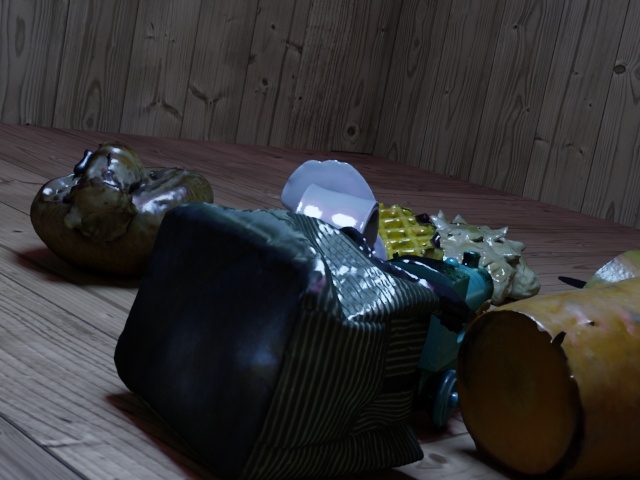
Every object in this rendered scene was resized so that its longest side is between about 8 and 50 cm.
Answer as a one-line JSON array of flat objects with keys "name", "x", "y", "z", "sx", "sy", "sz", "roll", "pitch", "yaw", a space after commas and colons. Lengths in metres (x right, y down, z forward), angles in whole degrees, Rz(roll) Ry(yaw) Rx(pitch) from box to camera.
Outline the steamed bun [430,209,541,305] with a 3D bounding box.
[{"name": "steamed bun", "x": 0.285, "y": 0.024, "z": 2.036, "sx": 0.292, "sy": 0.137, "sz": 0.295, "roll": 8, "pitch": 9, "yaw": -18}]

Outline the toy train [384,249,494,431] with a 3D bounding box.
[{"name": "toy train", "x": 0.143, "y": 0.105, "z": 1.283, "sx": 0.120, "sy": 0.194, "sz": 0.298, "roll": 13, "pitch": 10, "yaw": 22}]

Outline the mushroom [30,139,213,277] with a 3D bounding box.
[{"name": "mushroom", "x": -0.306, "y": -0.043, "z": 1.617, "sx": 0.263, "sy": 0.195, "sz": 0.283, "roll": 5, "pitch": -8, "yaw": 15}]

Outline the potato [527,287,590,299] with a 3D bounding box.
[{"name": "potato", "x": 0.384, "y": 0.130, "z": 1.581, "sx": 0.234, "sy": 0.128, "sz": 0.161, "roll": 7, "pitch": 5, "yaw": 10}]

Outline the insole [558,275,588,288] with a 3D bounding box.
[{"name": "insole", "x": 0.594, "y": 0.110, "z": 2.244, "sx": 0.080, "sy": 0.003, "sz": 0.232, "roll": 4, "pitch": 13, "yaw": -31}]

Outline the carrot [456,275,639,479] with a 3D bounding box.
[{"name": "carrot", "x": 0.336, "y": 0.154, "z": 1.164, "sx": 0.340, "sy": 0.224, "sz": 0.224, "roll": -5, "pitch": 17, "yaw": -33}]

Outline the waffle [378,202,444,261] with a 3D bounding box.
[{"name": "waffle", "x": 0.090, "y": 0.014, "z": 1.884, "sx": 0.307, "sy": 0.060, "sz": 0.311, "roll": -25, "pitch": 33, "yaw": -33}]

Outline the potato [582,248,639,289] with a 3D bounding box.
[{"name": "potato", "x": 0.530, "y": 0.123, "z": 1.723, "sx": 0.203, "sy": 0.178, "sz": 0.158, "roll": 35, "pitch": 5, "yaw": -47}]

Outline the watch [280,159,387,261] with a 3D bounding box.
[{"name": "watch", "x": 0.000, "y": 0.000, "z": 1.570, "sx": 0.196, "sy": 0.244, "sz": 0.231, "roll": 13, "pitch": 3, "yaw": 12}]

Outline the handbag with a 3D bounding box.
[{"name": "handbag", "x": -0.027, "y": 0.098, "z": 1.067, "sx": 0.240, "sy": 0.247, "sz": 0.340, "roll": 15, "pitch": 5, "yaw": -35}]
